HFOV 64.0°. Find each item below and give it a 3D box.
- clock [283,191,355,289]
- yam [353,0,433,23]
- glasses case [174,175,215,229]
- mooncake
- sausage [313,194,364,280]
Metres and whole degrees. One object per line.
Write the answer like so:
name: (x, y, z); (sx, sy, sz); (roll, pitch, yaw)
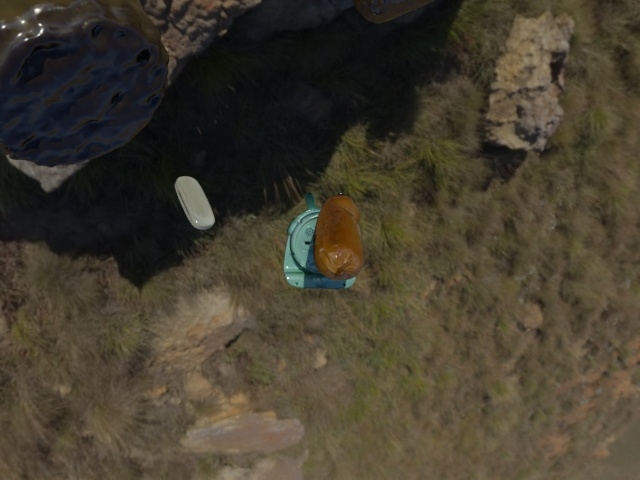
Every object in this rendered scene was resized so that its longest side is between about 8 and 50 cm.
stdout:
clock: (0.000, 0.000, 0.715); (0.101, 0.041, 0.135); (1, 95, -8)
yam: (0.167, -0.426, 0.775); (0.131, 0.279, 0.131); (3, 85, -41)
glasses case: (-0.166, -0.050, 0.674); (0.032, 0.083, 0.021); (-9, 151, -42)
mooncake: (-0.398, -0.270, 0.794); (0.323, 0.187, 0.324); (-36, 164, -12)
sausage: (0.021, -0.007, 0.616); (0.054, 0.183, 0.062); (-35, 114, 20)
